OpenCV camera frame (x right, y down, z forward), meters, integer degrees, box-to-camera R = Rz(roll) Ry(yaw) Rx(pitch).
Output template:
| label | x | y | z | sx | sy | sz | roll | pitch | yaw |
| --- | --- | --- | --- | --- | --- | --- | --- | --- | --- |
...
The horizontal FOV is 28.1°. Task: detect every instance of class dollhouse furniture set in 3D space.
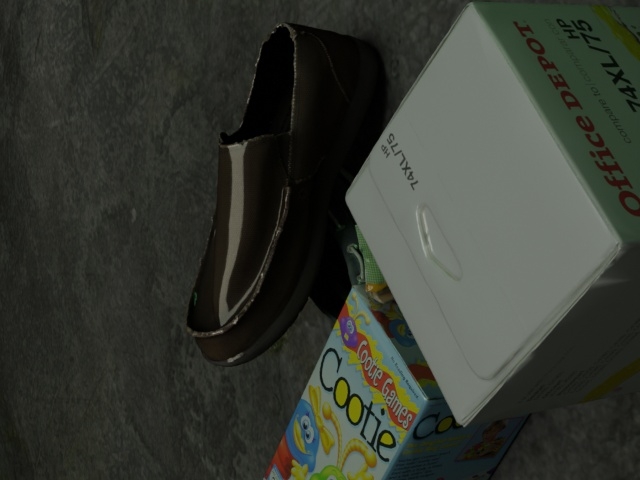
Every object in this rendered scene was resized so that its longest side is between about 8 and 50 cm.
| label | x | y | z | sx | sy | sz | roll | pitch | yaw |
| --- | --- | --- | --- | --- | --- | --- | --- | --- | --- |
| dollhouse furniture set | 0.110 | 0.004 | 1.114 | 0.058 | 0.151 | 0.076 | 28 | 133 | 55 |

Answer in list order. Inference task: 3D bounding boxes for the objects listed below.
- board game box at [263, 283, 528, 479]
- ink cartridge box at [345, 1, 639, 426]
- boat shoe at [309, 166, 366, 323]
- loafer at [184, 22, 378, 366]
| label | x | y | z | sx | sy | sz | roll | pitch | yaw |
| --- | --- | --- | --- | --- | --- | --- | --- | --- | --- |
| board game box | 0.072 | 0.181 | 1.207 | 0.142 | 0.144 | 0.275 | 57 | 138 | 37 |
| ink cartridge box | 0.198 | -0.023 | 0.863 | 0.197 | 0.270 | 0.198 | -57 | 49 | 44 |
| boat shoe | 0.000 | 0.000 | 1.334 | 0.319 | 0.099 | 0.116 | 43 | 131 | 47 |
| loafer | -0.066 | -0.057 | 1.275 | 0.134 | 0.130 | 0.366 | 2 | 70 | 49 |
